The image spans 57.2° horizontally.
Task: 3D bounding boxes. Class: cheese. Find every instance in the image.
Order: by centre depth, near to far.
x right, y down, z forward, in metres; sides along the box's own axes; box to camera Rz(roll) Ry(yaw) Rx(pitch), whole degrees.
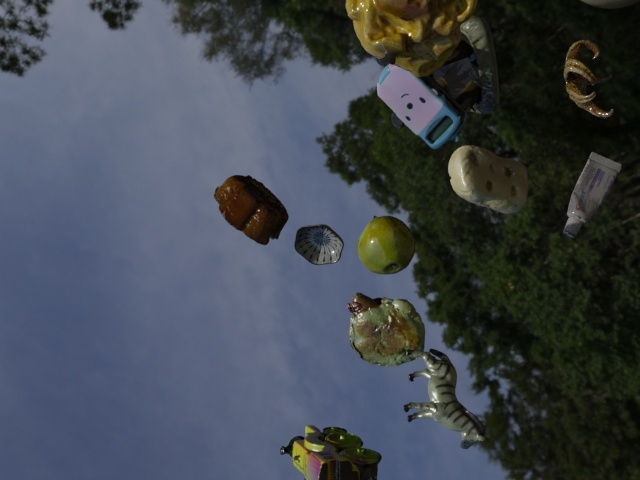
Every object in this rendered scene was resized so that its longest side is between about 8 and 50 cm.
[{"bbox_3d":[0.481,-0.177,1.672,0.263,0.093,0.159,13,-106,-25],"label":"cheese"}]

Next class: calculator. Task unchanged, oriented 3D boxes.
[{"bbox_3d":[0.281,-0.379,1.641,0.293,0.173,0.051,45,-123,2],"label":"calculator"}]

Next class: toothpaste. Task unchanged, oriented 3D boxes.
[{"bbox_3d":[0.885,-0.142,1.940,0.099,0.282,0.068,21,-172,-30],"label":"toothpaste"}]

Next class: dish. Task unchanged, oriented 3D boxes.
[{"bbox_3d":[0.000,0.000,2.146,0.191,0.190,0.066,45,-144,-18],"label":"dish"}]

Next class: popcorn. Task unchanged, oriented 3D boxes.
[{"bbox_3d":[0.201,-0.535,1.403,0.297,0.316,0.281,19,-109,1],"label":"popcorn"}]

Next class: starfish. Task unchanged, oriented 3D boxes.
[{"bbox_3d":[0.559,-0.326,1.231,0.146,0.074,0.190,54,-137,-29],"label":"starfish"}]

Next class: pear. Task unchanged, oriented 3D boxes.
[{"bbox_3d":[0.191,-0.004,1.739,0.166,0.180,0.216,2,-129,-6],"label":"pear"}]

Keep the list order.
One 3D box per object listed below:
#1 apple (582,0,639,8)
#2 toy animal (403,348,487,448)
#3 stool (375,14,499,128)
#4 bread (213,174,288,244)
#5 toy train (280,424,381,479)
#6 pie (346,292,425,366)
[{"bbox_3d":[0.642,-0.633,1.236,0.256,0.234,0.257,2,-95,-20],"label":"apple"},{"bbox_3d":[0.275,0.347,1.305,0.073,0.176,0.217,50,-141,-60],"label":"toy animal"},{"bbox_3d":[0.355,-0.505,1.794,0.226,0.310,0.310,-33,-57,-24],"label":"stool"},{"bbox_3d":[-0.219,-0.104,1.877,0.246,0.135,0.232,42,-164,6],"label":"bread"},{"bbox_3d":[0.017,0.469,1.254,0.160,0.296,0.100,3,-94,-19],"label":"toy train"},{"bbox_3d":[0.223,0.315,2.025,0.105,0.274,0.257,-27,-59,-67],"label":"pie"}]
